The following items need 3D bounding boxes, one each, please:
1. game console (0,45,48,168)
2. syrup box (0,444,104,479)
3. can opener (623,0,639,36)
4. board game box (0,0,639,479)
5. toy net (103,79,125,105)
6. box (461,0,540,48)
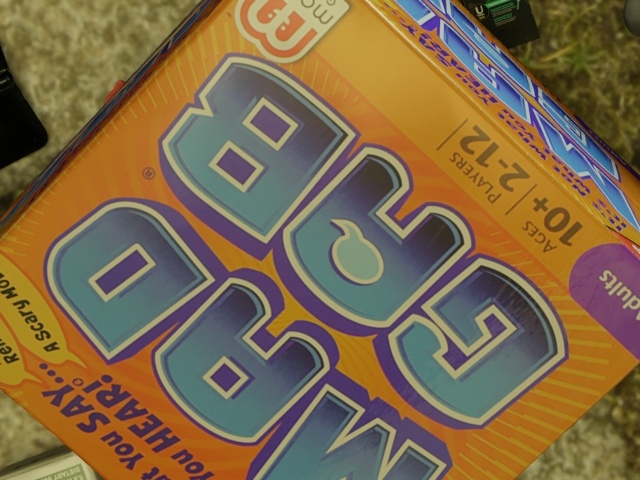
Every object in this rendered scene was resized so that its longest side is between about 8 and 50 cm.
[{"bbox_3d":[-0.305,-0.110,1.651,0.122,0.071,0.107,-26,122,7],"label":"game console"},{"bbox_3d":[-0.188,0.289,1.630,0.093,0.096,0.236,-20,92,5],"label":"syrup box"},{"bbox_3d":[0.382,-0.183,1.551,0.280,0.093,0.074,4,68,12],"label":"can opener"},{"bbox_3d":[0.000,0.000,1.418,0.356,0.356,0.356,42,104,-9],"label":"board game box"},{"bbox_3d":[-0.096,-0.126,1.618,0.122,0.045,0.232,32,95,4],"label":"toy net"},{"bbox_3d":[0.137,-0.199,1.570,0.052,0.062,0.083,-19,112,6],"label":"box"}]
